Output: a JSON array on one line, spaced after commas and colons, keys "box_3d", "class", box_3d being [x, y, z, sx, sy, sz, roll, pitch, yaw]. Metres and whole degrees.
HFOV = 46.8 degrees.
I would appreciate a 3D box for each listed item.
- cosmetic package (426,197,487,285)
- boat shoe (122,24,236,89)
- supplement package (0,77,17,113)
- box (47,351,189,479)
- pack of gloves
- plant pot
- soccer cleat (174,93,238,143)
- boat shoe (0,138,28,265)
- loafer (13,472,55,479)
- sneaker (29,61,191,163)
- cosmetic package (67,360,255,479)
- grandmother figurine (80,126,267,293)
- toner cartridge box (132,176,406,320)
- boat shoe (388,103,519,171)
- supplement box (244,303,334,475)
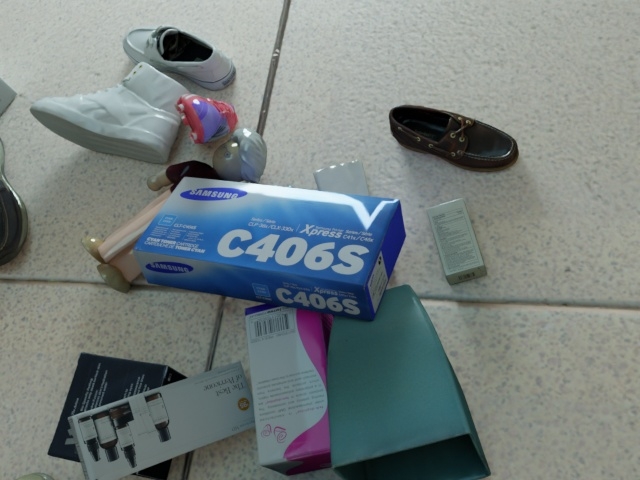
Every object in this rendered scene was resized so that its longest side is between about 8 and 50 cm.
[{"box_3d": [0.199, 0.001, 1.083, 0.060, 0.041, 0.115, -16, 62, 12], "class": "cosmetic package"}, {"box_3d": [-0.282, -0.360, 1.392, 0.268, 0.088, 0.096, 30, 78, 28], "class": "boat shoe"}, {"box_3d": [-0.739, -0.321, 1.522, 0.179, 0.105, 0.105, 28, 78, 28], "class": "supplement package"}, {"box_3d": [-0.294, 0.261, 1.101, 0.158, 0.093, 0.155, 5, 68, 20], "class": "box"}, {"box_3d": [0.000, 0.000, 1.163, 0.195, 0.046, 0.232, -14, 63, -2], "class": "pack of gloves"}, {"box_3d": [0.099, 0.189, 0.964, 0.166, 0.165, 0.234, -18, 53, 10], "class": "plant pot"}, {"box_3d": [-0.179, -0.204, 1.212, 0.095, 0.248, 0.083, -24, 96, -6], "class": "soccer cleat"}, {"box_3d": [-0.654, -0.101, 1.374, 0.132, 0.130, 0.355, -33, 60, 2], "class": "boat shoe"}, {"box_3d": [-0.467, 0.467, 1.064, 0.102, 0.092, 0.268, 2, 67, 20], "class": "loafer"}, {"box_3d": [-0.380, -0.253, 1.374, 0.293, 0.108, 0.169, 16, 70, 15], "class": "sneaker"}, {"box_3d": [-0.210, 0.248, 1.012, 0.239, 0.060, 0.098, -15, 83, -27], "class": "cosmetic package"}, {"box_3d": [-0.225, -0.057, 1.226, 0.342, 0.104, 0.208, -41, 68, 1], "class": "grandmother figurine"}, {"box_3d": [-0.071, 0.003, 1.040, 0.348, 0.075, 0.165, 7, 46, 21], "class": "toner cartridge box"}, {"box_3d": [0.201, -0.161, 1.142, 0.207, 0.073, 0.073, 15, 70, 23], "class": "boat shoe"}, {"box_3d": [-0.027, 0.200, 1.027, 0.111, 0.114, 0.220, -14, 61, 11], "class": "supplement box"}]
